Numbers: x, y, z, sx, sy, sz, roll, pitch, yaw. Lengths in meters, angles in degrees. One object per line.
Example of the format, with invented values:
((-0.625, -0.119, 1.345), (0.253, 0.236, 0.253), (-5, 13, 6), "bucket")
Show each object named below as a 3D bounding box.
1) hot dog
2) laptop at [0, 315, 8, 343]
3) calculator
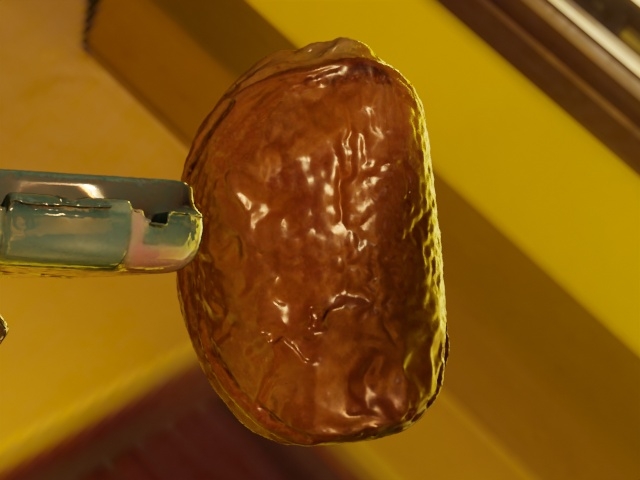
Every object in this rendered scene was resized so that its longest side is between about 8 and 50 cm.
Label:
((0.000, 0.000, 1.363), (0.196, 0.272, 0.122), (-10, 5, -20), "hot dog")
((-0.298, 0.080, 1.375), (0.180, 0.129, 0.016), (-50, -22, 23), "laptop")
((-0.177, -0.006, 1.067), (0.173, 0.051, 0.293), (1, -3, -24), "calculator")
